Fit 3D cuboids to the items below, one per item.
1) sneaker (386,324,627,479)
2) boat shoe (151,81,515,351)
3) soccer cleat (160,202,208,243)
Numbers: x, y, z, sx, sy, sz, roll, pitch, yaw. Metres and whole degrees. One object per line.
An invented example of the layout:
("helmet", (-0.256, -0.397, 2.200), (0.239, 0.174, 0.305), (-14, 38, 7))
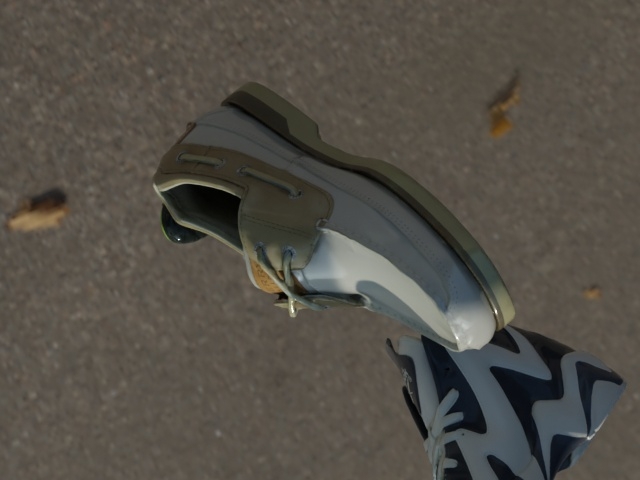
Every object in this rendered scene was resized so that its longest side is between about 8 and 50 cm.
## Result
("sneaker", (0.085, 0.136, 1.026), (0.235, 0.153, 0.094), (-49, 164, -26))
("boat shoe", (0.000, 0.000, 0.988), (0.103, 0.302, 0.113), (-37, 130, -16))
("soccer cleat", (-0.072, -0.055, 1.374), (0.179, 0.072, 0.060), (-40, 114, -38))
